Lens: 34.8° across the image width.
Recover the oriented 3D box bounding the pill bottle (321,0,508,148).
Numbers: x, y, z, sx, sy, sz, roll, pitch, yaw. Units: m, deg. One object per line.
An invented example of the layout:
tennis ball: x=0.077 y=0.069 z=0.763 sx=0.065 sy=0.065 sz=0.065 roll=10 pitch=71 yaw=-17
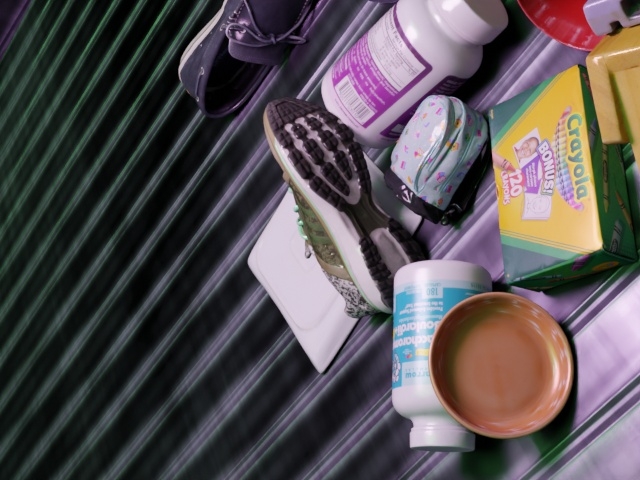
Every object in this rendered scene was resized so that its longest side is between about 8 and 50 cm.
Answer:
pill bottle: x=0.153 y=-0.297 z=1.657 sx=0.301 sy=0.169 sz=0.169 roll=-40 pitch=50 yaw=36

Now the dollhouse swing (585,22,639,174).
dollhouse swing: x=0.551 y=-0.159 z=1.203 sx=0.347 sy=0.305 sz=0.315 roll=-6 pitch=32 yaw=51

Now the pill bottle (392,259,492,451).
pill bottle: x=0.177 y=0.170 z=1.483 sx=0.146 sy=0.146 sz=0.264 roll=-18 pitch=64 yaw=47

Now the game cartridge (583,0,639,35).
game cartridge: x=0.510 y=-0.363 z=1.212 sx=0.355 sy=0.068 sz=0.230 roll=-11 pitch=33 yaw=44

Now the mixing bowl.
mixing bowl: x=0.371 y=-0.366 z=1.433 sx=0.181 sy=0.181 sz=0.098 roll=11 pitch=56 yaw=52

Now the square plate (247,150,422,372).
square plate: x=0.000 y=0.000 z=1.843 sx=0.344 sy=0.049 sz=0.347 roll=-59 pitch=41 yaw=20

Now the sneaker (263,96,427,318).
sneaker: x=0.002 y=-0.036 z=1.663 sx=0.182 sy=0.158 sz=0.410 roll=-35 pitch=82 yaw=46

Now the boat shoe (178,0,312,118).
boat shoe: x=-0.124 y=-0.429 z=2.047 sx=0.500 sy=0.187 sz=0.156 roll=-45 pitch=52 yaw=40

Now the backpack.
backpack: x=0.184 y=-0.135 z=1.607 sx=0.182 sy=0.115 sz=0.152 roll=-58 pitch=38 yaw=16

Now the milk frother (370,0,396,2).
milk frother: x=0.094 y=-0.507 z=1.880 sx=0.143 sy=0.129 sz=0.134 roll=67 pitch=-147 yaw=-81

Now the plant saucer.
plant saucer: x=0.243 y=0.171 z=1.393 sx=0.037 sy=0.200 sz=0.199 roll=109 pitch=165 yaw=-73

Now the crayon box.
crayon box: x=0.333 y=-0.084 z=1.429 sx=0.165 sy=0.081 sz=0.278 roll=-25 pitch=59 yaw=45
